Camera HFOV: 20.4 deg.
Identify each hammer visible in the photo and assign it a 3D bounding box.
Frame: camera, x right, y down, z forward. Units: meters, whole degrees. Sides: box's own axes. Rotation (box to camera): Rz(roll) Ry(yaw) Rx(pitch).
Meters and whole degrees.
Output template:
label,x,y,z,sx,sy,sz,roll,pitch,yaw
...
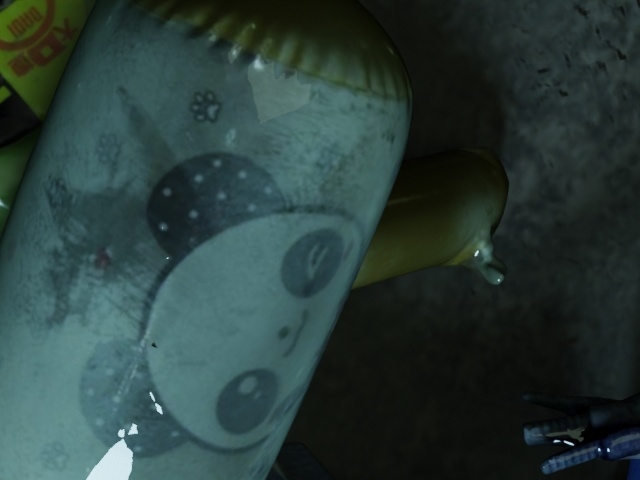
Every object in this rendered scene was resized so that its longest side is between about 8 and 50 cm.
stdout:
label,x,y,z,sx,sy,sz,roll,pitch,yaw
hammer,0.000,0.000,0.652,0.305,0.113,0.202,-7,126,-62

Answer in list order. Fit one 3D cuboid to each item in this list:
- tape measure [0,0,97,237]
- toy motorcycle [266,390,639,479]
label,x,y,z,sx,sy,sz,roll,pitch,yaw
tape measure,-0.138,-0.074,0.642,0.175,0.106,0.200,43,74,-6
toy motorcycle,0.092,0.149,0.722,0.358,0.125,0.213,-11,124,-28
